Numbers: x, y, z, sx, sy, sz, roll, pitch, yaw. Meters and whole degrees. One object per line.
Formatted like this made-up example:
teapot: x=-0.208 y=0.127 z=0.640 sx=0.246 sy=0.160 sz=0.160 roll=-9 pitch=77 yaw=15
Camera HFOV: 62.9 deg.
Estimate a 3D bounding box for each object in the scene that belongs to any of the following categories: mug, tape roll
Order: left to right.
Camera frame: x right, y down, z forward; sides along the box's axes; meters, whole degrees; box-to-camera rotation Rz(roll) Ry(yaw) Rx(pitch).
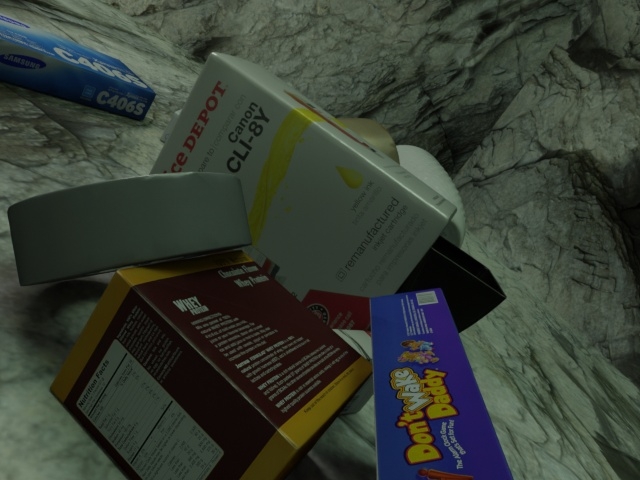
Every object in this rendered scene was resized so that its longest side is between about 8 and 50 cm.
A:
tape roll: x=-0.182 y=-0.010 z=0.522 sx=0.219 sy=0.219 sz=0.072 roll=-12 pitch=91 yaw=-68
mug: x=0.266 y=-0.035 z=1.427 sx=0.374 sy=0.276 sz=0.328 roll=61 pitch=9 yaw=-29

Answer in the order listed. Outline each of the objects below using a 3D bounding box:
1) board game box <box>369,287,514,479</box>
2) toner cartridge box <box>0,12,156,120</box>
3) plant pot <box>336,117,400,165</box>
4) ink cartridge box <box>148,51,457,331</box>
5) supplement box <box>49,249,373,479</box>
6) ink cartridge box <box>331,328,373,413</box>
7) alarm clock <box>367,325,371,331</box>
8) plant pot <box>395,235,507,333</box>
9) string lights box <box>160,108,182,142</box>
board game box: x=0.097 y=0.214 z=0.419 sx=0.078 sy=0.233 sz=0.347 roll=-9 pitch=16 yaw=7
toner cartridge box: x=-0.519 y=-0.350 z=1.049 sx=0.165 sy=0.075 sz=0.348 roll=41 pitch=18 yaw=24
plant pot: x=-0.022 y=-0.142 z=1.082 sx=0.274 sy=0.256 sz=0.256 roll=-1 pitch=37 yaw=-41
ink cartridge box: x=-0.044 y=-0.043 z=0.761 sx=0.385 sy=0.279 sz=0.160 roll=37 pitch=18 yaw=10
supplement box: x=-0.085 y=0.123 z=0.477 sx=0.194 sy=0.129 sz=0.191 roll=40 pitch=17 yaw=15
ink cartridge box: x=0.019 y=0.159 z=0.631 sx=0.135 sy=0.099 sz=0.056 roll=15 pitch=25 yaw=-50
alarm clock: x=0.042 y=0.093 z=0.921 sx=0.192 sy=0.064 sz=0.129 roll=41 pitch=18 yaw=13
plant pot: x=0.253 y=0.101 z=1.125 sx=0.188 sy=0.167 sz=0.187 roll=34 pitch=16 yaw=-4
string lights box: x=-0.223 y=-0.205 z=1.213 sx=0.260 sy=0.076 sz=0.133 roll=32 pitch=17 yaw=-10
